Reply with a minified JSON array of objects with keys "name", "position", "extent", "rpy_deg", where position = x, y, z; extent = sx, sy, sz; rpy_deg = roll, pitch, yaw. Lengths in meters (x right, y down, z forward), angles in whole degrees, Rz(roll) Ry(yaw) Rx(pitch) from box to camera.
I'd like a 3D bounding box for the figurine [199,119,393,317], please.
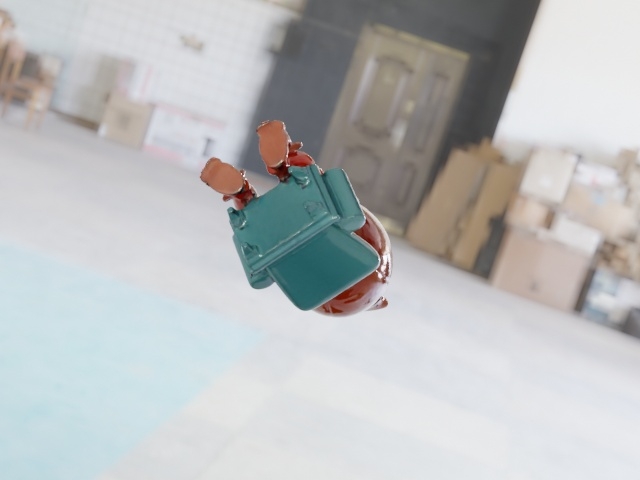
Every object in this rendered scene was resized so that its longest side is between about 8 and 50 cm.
[{"name":"figurine","position":[0.000,0.000,0.844],"extent":[0.075,0.068,0.140],"rpy_deg":[63,12,29]}]
